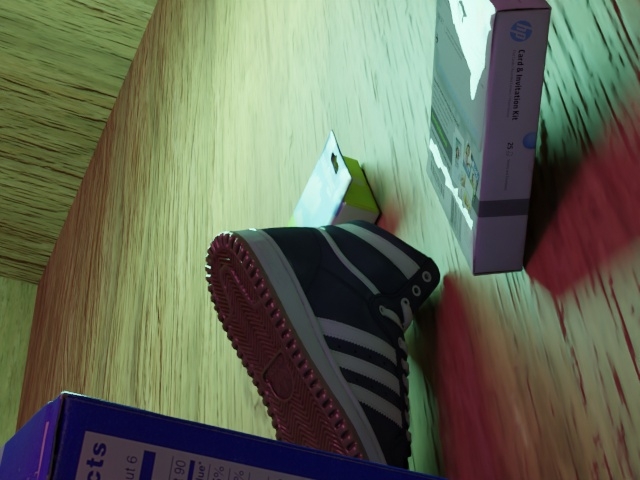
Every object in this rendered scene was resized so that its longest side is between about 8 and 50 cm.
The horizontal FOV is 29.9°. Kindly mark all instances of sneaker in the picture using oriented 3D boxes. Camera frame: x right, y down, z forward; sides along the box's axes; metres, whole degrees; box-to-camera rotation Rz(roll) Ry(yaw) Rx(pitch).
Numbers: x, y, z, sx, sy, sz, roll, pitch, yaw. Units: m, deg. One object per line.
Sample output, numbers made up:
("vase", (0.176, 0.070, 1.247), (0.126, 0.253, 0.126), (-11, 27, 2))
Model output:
("sneaker", (0.038, 0.105, 0.872), (0.099, 0.153, 0.282), (-47, 62, 47))

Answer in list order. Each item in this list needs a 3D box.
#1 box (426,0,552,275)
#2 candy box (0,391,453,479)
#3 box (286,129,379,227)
("box", (0.106, -0.094, 0.799), (0.145, 0.038, 0.186), (-106, 12, -57))
("candy box", (-0.017, 0.187, 0.588), (0.268, 0.317, 0.122), (142, 141, -59))
("box", (0.000, 0.000, 1.112), (0.109, 0.042, 0.178), (-109, 40, -58))
